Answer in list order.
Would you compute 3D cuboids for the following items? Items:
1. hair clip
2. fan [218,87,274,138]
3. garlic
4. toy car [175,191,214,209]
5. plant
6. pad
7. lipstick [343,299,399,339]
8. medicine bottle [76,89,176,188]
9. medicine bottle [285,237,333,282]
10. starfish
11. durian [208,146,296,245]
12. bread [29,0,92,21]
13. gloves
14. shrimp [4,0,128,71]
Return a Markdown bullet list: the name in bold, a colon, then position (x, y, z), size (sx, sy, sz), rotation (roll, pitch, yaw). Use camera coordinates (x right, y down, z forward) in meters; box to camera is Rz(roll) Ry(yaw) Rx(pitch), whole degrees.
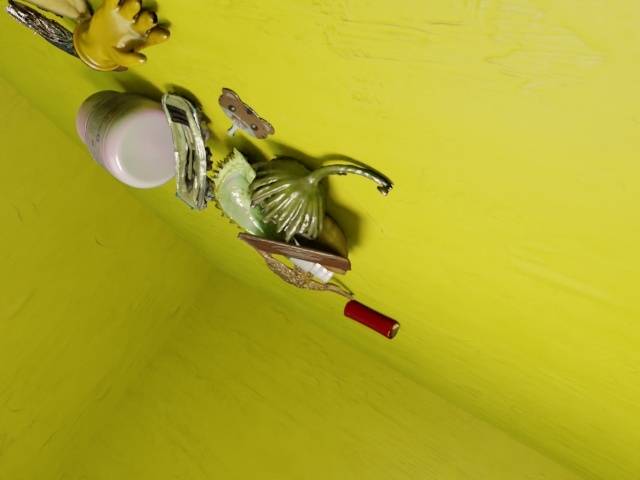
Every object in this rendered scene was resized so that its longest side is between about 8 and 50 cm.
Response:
- **hair clip**: position (-0.341, -0.242, 1.369), size (0.138, 0.091, 0.321), rotation (29, 132, 34)
- **fan**: position (-0.197, -0.287, 1.228), size (0.153, 0.008, 0.227), rotation (39, 163, -17)
- **garlic**: position (0.008, -0.001, 1.463), size (0.143, 0.112, 0.318), rotation (2, 140, 31)
- **toy car**: position (-0.476, -0.175, 1.957), size (0.126, 0.098, 0.161), rotation (42, 164, -32)
- **plant**: position (-0.010, -0.148, 1.175), size (0.251, 0.180, 0.333), rotation (43, 131, -12)
- **pad**: position (-0.059, 0.033, 1.357), size (0.287, 0.018, 0.284), rotation (12, 172, 7)
- **lipstick**: position (0.207, 0.324, 2.088), size (0.241, 0.080, 0.080), rotation (23, 161, 33)
- **medicine bottle**: position (-0.547, -0.303, 1.457), size (0.302, 0.241, 0.241), rotation (31, 166, 39)
- **medicine bottle**: position (-0.084, 0.003, 1.653), size (0.324, 0.124, 0.179), rotation (34, 163, -5)
- **starfish**: position (-0.084, 0.099, 1.959), size (0.398, 0.132, 0.383), rotation (24, 157, 23)
- **durian**: position (-0.167, -0.108, 1.428), size (0.198, 0.163, 0.394), rotation (-2, 130, 35)
- **bread**: position (-0.643, -0.628, 1.097), size (0.346, 0.242, 0.405), rotation (27, -164, 12)
- **gloves**: position (-0.420, -0.445, 1.067), size (0.294, 0.116, 0.133), rotation (5, 155, 49)
- **shrimp**: position (-0.611, -0.495, 1.258), size (0.169, 0.058, 0.296), rotation (17, 177, 31)
